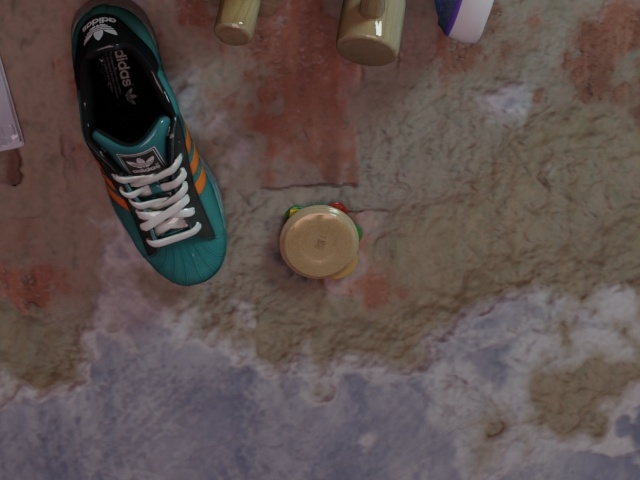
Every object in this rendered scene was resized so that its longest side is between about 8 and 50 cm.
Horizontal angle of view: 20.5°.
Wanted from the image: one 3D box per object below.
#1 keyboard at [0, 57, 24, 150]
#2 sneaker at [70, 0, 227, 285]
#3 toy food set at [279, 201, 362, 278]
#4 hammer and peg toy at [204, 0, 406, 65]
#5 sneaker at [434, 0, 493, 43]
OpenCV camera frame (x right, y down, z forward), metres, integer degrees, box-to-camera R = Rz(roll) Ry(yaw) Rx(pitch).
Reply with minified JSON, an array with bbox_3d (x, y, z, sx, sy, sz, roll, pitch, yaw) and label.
[{"bbox_3d":[-0.349,-0.200,1.680,0.072,0.014,0.256,-9,113,7],"label":"keyboard"},{"bbox_3d":[-0.169,-0.076,1.680,0.108,0.121,0.302,-18,113,5],"label":"sneaker"},{"bbox_3d":[0.000,0.000,1.775,0.083,0.020,0.082,5,113,-4],"label":"toy food set"},{"bbox_3d":[-0.079,-0.288,1.530,0.361,0.127,0.266,14,153,-8],"label":"hammer and peg toy"},{"bbox_3d":[0.059,-0.346,1.585,0.236,0.130,0.322,8,117,4],"label":"sneaker"}]
